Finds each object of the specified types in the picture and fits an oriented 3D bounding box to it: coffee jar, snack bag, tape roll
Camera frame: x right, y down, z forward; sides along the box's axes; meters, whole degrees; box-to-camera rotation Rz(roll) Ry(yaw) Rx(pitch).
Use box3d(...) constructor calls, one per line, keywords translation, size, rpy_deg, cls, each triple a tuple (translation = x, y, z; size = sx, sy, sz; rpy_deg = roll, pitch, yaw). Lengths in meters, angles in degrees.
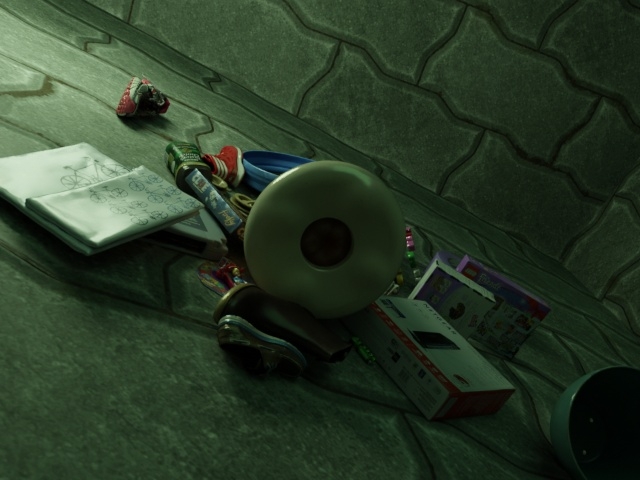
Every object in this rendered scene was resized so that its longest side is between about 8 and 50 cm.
box3d(translation=(-0.355, -0.196, 1.713), size=(0.096, 0.079, 0.184), rpy_deg=(0, 32, -28), cls="coffee jar")
box3d(translation=(-0.451, -0.103, 1.244), size=(0.343, 0.037, 0.323), rpy_deg=(30, 28, 17), cls="snack bag")
box3d(translation=(0.497, 0.150, 2.204), size=(0.275, 0.090, 0.275), rpy_deg=(29, 18, -10), cls="tape roll")

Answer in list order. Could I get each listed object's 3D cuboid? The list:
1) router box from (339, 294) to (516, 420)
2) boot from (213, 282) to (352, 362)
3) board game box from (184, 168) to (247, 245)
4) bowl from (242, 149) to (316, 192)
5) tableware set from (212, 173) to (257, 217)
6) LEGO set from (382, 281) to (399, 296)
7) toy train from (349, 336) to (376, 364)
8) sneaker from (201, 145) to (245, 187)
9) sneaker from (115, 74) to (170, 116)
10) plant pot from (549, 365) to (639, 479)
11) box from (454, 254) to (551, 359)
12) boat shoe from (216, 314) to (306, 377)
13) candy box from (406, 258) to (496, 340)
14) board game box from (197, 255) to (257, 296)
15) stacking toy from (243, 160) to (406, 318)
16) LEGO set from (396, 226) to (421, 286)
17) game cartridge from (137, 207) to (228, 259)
box3d(translation=(0.250, 0.264, 1.496), size=(0.301, 0.082, 0.335), rpy_deg=(12, 27, -47), cls="router box")
box3d(translation=(-0.063, 0.163, 1.196), size=(0.207, 0.090, 0.248), rpy_deg=(27, 7, 24), cls="boot")
box3d(translation=(-0.219, -0.060, 1.550), size=(0.243, 0.042, 0.165), rpy_deg=(46, -1, 37), cls="board game box")
box3d(translation=(-0.073, -0.198, 2.056), size=(0.391, 0.077, 0.391), rpy_deg=(13, 17, -4), cls="bowl")
box3d(translation=(-0.255, -0.140, 1.809), size=(0.194, 0.039, 0.128), rpy_deg=(33, 18, 5), cls="tableware set")
box3d(translation=(0.122, 0.091, 1.605), size=(0.107, 0.132, 0.287), rpy_deg=(39, -14, 23), cls="LEGO set")
box3d(translation=(0.092, 0.243, 1.402), size=(0.024, 0.017, 0.083), rpy_deg=(3, 33, -39), cls="toy train")
box3d(translation=(-0.309, -0.253, 1.948), size=(0.128, 0.087, 0.221), rpy_deg=(23, 18, -29), cls="sneaker")
box3d(translation=(-0.548, -0.440, 1.991), size=(0.112, 0.121, 0.299), rpy_deg=(31, 17, -9), cls="sneaker")
box3d(translation=(0.641, 0.438, 1.446), size=(0.290, 0.290, 0.195), rpy_deg=(31, -19, -2), cls="plant pot")
box3d(translation=(0.502, 0.200, 1.894), size=(0.293, 0.201, 0.057), rpy_deg=(31, 18, -5), cls="box")
box3d(translation=(-0.106, 0.203, 1.116), size=(0.183, 0.066, 0.066), rpy_deg=(31, 37, -20), cls="boat shoe")
box3d(translation=(0.362, 0.175, 1.786), size=(0.196, 0.165, 0.070), rpy_deg=(32, 19, -2), cls="candy box")
box3d(translation=(-0.178, 0.085, 1.347), size=(0.169, 0.033, 0.133), rpy_deg=(31, 17, -1), cls="board game box")
box3d(translation=(-0.016, -0.047, 1.543), size=(0.351, 0.350, 0.480), rpy_deg=(27, 10, -15), cls="stacking toy")
box3d(translation=(0.258, 0.083, 1.948), size=(0.093, 0.087, 0.227), rpy_deg=(-91, 165, -53), cls="LEGO set")
box3d(translation=(-0.359, -0.056, 1.394), size=(0.297, 0.062, 0.198), rpy_deg=(19, 18, -36), cls="game cartridge")
